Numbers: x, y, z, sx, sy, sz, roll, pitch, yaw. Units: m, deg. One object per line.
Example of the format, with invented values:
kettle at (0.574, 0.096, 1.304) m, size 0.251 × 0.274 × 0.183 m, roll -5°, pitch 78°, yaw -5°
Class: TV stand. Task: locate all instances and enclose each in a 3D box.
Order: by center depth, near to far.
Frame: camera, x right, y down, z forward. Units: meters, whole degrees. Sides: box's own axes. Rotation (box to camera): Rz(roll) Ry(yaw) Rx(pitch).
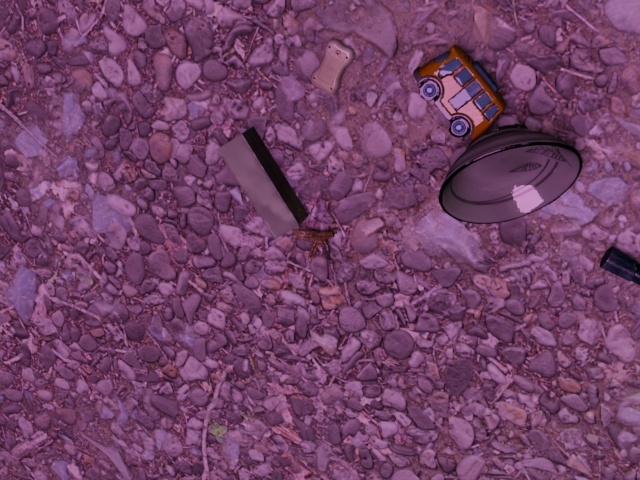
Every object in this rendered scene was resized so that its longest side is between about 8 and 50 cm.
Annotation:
TV stand at (-0.143, -0.145, 2.175) m, size 0.088 × 0.083 × 0.270 m, roll -27°, pitch 100°, yaw 26°

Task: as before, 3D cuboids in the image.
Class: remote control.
remote control at (0.028, -0.407, 2.022) m, size 0.074 × 0.032 × 0.122 m, roll 33°, pitch 119°, yaw 5°

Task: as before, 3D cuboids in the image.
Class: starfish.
starfish at (0.003, -0.001, 2.202) m, size 0.130 × 0.041 × 0.133 m, roll -30°, pitch 101°, yaw 35°

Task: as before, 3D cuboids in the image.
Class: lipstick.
lipstick at (0.750, 0.096, 1.955) m, size 0.234 × 0.053 × 0.053 m, roll 30°, pitch 120°, yaw 3°

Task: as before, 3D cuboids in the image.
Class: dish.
dish at (0.403, -0.160, 1.891) m, size 0.316 × 0.316 × 0.106 m, roll -31°, pitch 55°, yaw 29°

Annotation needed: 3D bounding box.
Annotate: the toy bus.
toy bus at (0.311, -0.327, 1.898) m, size 0.136 × 0.126 × 0.209 m, roll -39°, pitch 95°, yaw 21°
